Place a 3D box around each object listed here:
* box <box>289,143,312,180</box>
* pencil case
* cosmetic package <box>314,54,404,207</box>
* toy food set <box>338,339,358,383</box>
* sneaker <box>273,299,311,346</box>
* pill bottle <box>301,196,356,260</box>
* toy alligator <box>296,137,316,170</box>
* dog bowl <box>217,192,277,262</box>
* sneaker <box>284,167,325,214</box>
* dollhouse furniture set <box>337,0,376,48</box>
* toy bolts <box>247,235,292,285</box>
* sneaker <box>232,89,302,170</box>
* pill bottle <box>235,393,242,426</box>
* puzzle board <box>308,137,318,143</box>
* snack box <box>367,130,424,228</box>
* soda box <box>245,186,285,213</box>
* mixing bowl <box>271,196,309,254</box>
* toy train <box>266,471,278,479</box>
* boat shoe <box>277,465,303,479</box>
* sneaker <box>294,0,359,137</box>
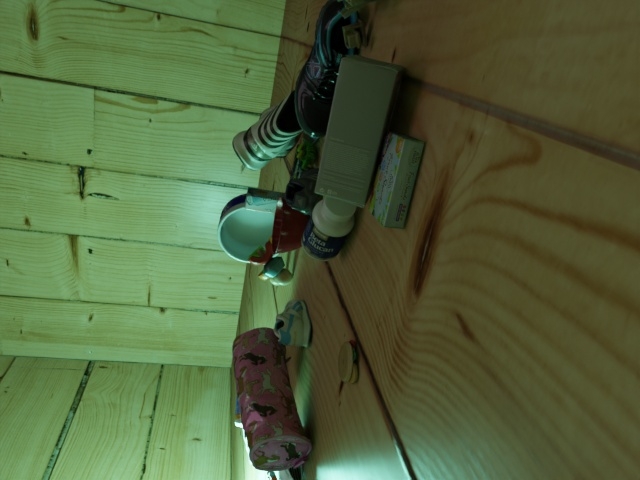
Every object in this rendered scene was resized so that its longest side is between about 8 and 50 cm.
[{"bbox_3d":[-0.070,-0.195,1.664,0.184,0.045,0.190,-96,17,-51],"label":"box"},{"bbox_3d":[-0.136,0.410,1.319,0.386,0.167,0.160,-112,19,-52],"label":"pencil case"},{"bbox_3d":[0.068,-0.196,0.878,0.127,0.107,0.238,-60,-14,-62],"label":"cosmetic package"},{"bbox_3d":[0.054,0.237,0.973,0.083,0.020,0.082,131,143,-69],"label":"toy food set"},{"bbox_3d":[-0.088,0.229,1.429,0.228,0.092,0.087,-128,44,-73],"label":"sneaker"},{"bbox_3d":[0.020,-0.033,1.084,0.169,0.094,0.094,115,157,-55],"label":"pill bottle"},{"bbox_3d":[-0.036,-0.284,1.549,0.051,0.056,0.189,-40,30,28],"label":"toy alligator"},{"bbox_3d":[-0.260,-0.047,1.921,0.104,0.265,0.265,-98,19,-54],"label":"dog bowl"},{"bbox_3d":[-0.034,-0.135,1.308,0.300,0.121,0.111,-126,44,-71],"label":"sneaker"},{"bbox_3d":[0.103,-0.470,1.028,0.182,0.101,0.161,-104,-1,-55],"label":"dollhouse furniture set"},{"bbox_3d":[-0.147,0.069,1.787,0.218,0.158,0.228,-42,6,2],"label":"toy bolts"},{"bbox_3d":[-0.083,-0.387,1.618,0.257,0.169,0.447,-26,18,29],"label":"sneaker"},{"bbox_3d":[-0.202,0.478,1.668,0.152,0.152,0.272,119,154,-59],"label":"pill bottle"},{"bbox_3d":[-0.019,-0.356,1.595,0.128,0.011,0.096,165,110,-76],"label":"puzzle board"},{"bbox_3d":[0.120,-0.100,0.811,0.100,0.037,0.141,-120,38,-68],"label":"snack box"},{"bbox_3d":[-0.172,-0.136,1.763,0.058,0.183,0.063,-100,22,-51],"label":"soda box"},{"bbox_3d":[-0.089,-0.041,1.550,0.181,0.098,0.181,-174,90,-78],"label":"mixing bowl"},{"bbox_3d":[-0.141,0.683,1.551,0.125,0.046,0.166,163,110,-75],"label":"toy train"},{"bbox_3d":[-0.083,0.554,1.320,0.075,0.083,0.226,-62,34,30],"label":"boat shoe"},{"bbox_3d":[0.014,-0.417,1.228,0.139,0.125,0.340,-110,29,-64],"label":"sneaker"}]
